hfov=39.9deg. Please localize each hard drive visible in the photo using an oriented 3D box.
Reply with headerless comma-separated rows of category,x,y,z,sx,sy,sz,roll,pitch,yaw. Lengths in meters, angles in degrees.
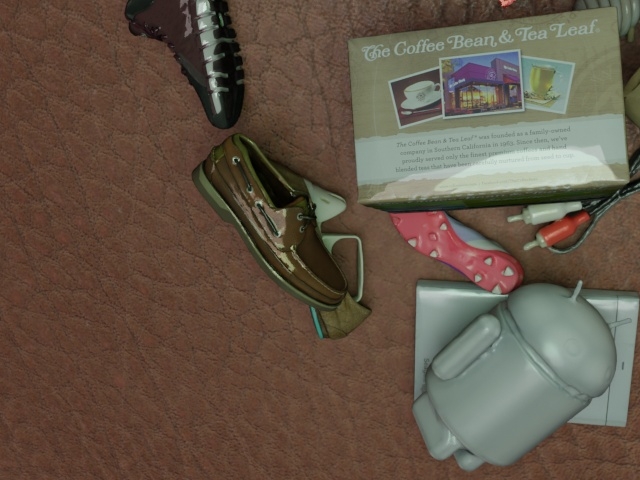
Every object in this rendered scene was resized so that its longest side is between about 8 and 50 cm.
hard drive,0.335,0.187,1.473,0.353,0.047,0.232,3,109,11

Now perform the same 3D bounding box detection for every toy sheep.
toy sheep,0.407,-0.325,1.262,0.132,0.091,0.091,-13,106,-4

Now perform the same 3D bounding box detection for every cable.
cable,0.433,-0.062,1.351,0.287,0.072,0.139,-19,101,18

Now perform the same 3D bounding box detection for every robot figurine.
robot figurine,0.303,0.204,1.351,0.300,0.199,0.353,28,117,-39

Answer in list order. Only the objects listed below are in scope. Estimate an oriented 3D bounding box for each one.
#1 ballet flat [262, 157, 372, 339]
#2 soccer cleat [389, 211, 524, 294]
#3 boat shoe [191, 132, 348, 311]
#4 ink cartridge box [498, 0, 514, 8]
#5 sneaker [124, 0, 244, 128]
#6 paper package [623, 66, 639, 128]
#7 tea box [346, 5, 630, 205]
ballet flat,0.000,0.000,1.453,0.124,0.116,0.342,-22,103,-2
soccer cleat,0.218,0.001,1.422,0.248,0.095,0.083,35,109,14
boat shoe,-0.057,-0.025,1.325,0.307,0.110,0.104,45,115,-7
ink cartridge box,0.274,-0.474,1.256,0.181,0.056,0.224,-33,98,20
sneaker,-0.221,-0.309,1.399,0.163,0.106,0.281,-6,97,19
paper package,0.603,-0.212,1.128,0.325,0.168,0.309,17,118,-38
tea box,0.228,-0.157,1.205,0.329,0.323,0.219,-4,88,14
